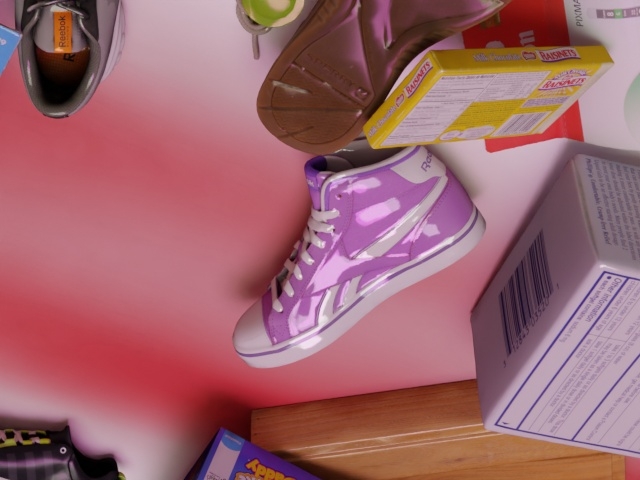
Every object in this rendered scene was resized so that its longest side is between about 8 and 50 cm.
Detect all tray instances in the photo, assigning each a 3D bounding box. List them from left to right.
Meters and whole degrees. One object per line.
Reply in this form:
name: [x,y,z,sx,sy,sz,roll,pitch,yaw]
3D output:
tray: [0.141,0.262,1.400,0.411,0.076,0.202,-8,130,6]

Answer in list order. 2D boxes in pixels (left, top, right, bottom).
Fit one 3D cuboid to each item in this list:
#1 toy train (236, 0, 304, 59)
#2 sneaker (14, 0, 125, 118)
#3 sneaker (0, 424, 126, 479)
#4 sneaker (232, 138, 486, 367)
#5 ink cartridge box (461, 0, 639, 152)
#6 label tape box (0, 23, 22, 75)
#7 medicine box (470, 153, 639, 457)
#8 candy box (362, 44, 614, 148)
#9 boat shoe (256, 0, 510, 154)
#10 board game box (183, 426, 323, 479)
toy train: [-0.036,-0.212,0.946,0.105,0.143,0.248,4,130,-5]
sneaker: [-0.196,-0.218,0.960,0.100,0.108,0.271,6,129,-4]
sneaker: [-0.328,0.240,1.379,0.235,0.084,0.097,34,97,-28]
sneaker: [0.000,-0.001,1.164,0.282,0.102,0.161,-35,120,12]
ink cartridge box: [0.246,-0.156,1.064,0.225,0.056,0.181,-13,129,7]
label tape box: [-0.420,-0.127,1.029,0.241,0.106,0.333,25,124,-22]
medicine box: [0.332,0.081,1.186,0.289,0.149,0.263,11,136,-12]
candy box: [0.142,-0.120,1.001,0.206,0.027,0.105,-8,152,-38]
boat shoe: [0.073,-0.212,0.965,0.123,0.123,0.342,33,129,-12]
board game box: [-0.085,0.380,1.413,0.233,0.078,0.347,28,136,-5]
